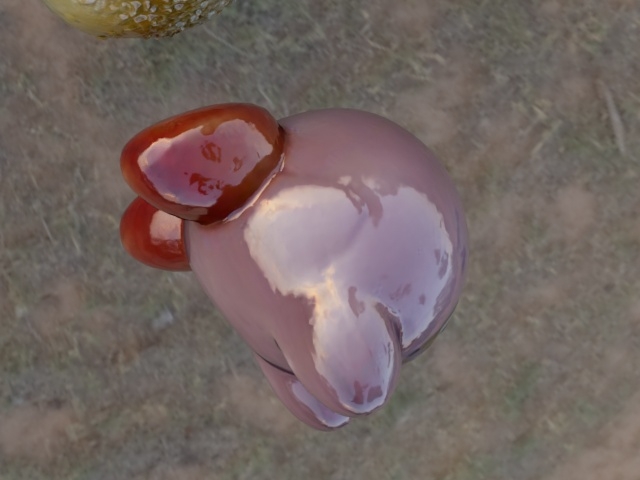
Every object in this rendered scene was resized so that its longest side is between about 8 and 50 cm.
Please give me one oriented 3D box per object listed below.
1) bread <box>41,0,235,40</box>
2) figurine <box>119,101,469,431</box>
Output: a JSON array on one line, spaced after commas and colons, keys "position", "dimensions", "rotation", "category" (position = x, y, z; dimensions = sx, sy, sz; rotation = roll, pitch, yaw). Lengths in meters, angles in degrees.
[{"position": [-0.080, -0.268, 0.811], "dimensions": [0.159, 0.305, 0.305], "rotation": [27, 110, -1], "category": "bread"}, {"position": [-0.002, -0.009, 0.944], "dimensions": [0.211, 0.261, 0.269], "rotation": [-43, 174, -16], "category": "figurine"}]
